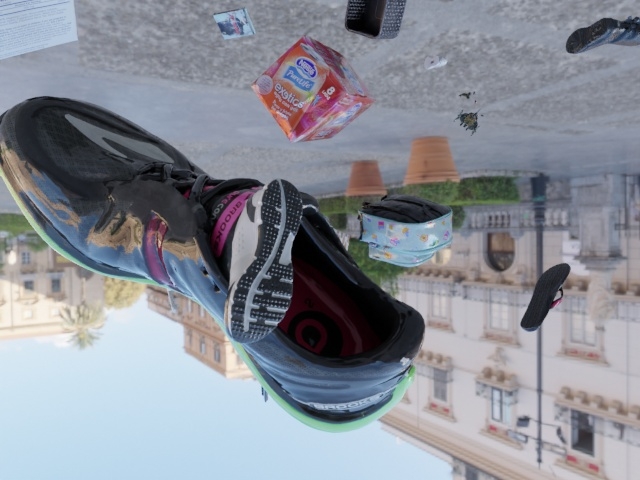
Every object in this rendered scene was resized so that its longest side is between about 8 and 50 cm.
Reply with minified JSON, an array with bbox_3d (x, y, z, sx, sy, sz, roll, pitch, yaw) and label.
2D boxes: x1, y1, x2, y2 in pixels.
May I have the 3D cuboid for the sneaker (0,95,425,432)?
[{"bbox_3d":[-0.100,-0.012,0.467,0.483,0.185,0.202,34,141,1],"label":"sneaker"}]

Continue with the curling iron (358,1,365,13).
[{"bbox_3d":[0.112,-0.750,1.398,0.068,0.274,0.035,-11,175,18],"label":"curling iron"}]

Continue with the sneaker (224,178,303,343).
[{"bbox_3d":[-0.041,0.014,0.313,0.040,0.109,0.044,24,160,-32],"label":"sneaker"}]

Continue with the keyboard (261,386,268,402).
[{"bbox_3d":[-0.102,0.176,0.759,0.038,0.192,0.100,1,-135,-7],"label":"keyboard"}]

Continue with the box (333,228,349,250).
[{"bbox_3d":[0.000,0.000,1.036,0.067,0.063,0.324,8,178,15],"label":"box"}]

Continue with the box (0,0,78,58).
[{"bbox_3d":[-0.423,-0.338,0.656,0.126,0.072,0.137,-33,174,-31],"label":"box"}]

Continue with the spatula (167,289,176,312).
[{"bbox_3d":[-0.275,-0.007,0.800,0.019,0.242,0.168,-14,150,-21],"label":"spatula"}]

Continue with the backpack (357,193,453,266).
[{"bbox_3d":[0.194,-0.024,1.035,0.166,0.144,0.188,-19,-163,-38],"label":"backpack"}]

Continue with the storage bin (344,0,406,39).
[{"bbox_3d":[0.143,-0.607,1.173,0.122,0.180,0.084,33,-140,31],"label":"storage bin"}]

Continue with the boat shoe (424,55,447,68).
[{"bbox_3d":[0.326,-0.502,1.325,0.035,0.035,0.100,2,-168,-13],"label":"boat shoe"}]

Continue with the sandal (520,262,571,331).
[{"bbox_3d":[0.499,0.128,1.033,0.040,0.179,0.067,36,168,-11],"label":"sandal"}]

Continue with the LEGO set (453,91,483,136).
[{"bbox_3d":[0.284,-0.241,0.896,0.054,0.083,0.023,12,-167,14],"label":"LEGO set"}]

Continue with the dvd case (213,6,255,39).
[{"bbox_3d":[-0.281,-0.710,1.540,0.119,0.013,0.087,0,141,21],"label":"dvd case"}]

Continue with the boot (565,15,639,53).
[{"bbox_3d":[0.540,-0.380,0.879,0.099,0.045,0.121,-1,-179,-11],"label":"boot"}]

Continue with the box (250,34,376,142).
[{"bbox_3d":[-0.001,-0.269,0.866,0.128,0.122,0.257,-36,-179,22],"label":"box"}]
